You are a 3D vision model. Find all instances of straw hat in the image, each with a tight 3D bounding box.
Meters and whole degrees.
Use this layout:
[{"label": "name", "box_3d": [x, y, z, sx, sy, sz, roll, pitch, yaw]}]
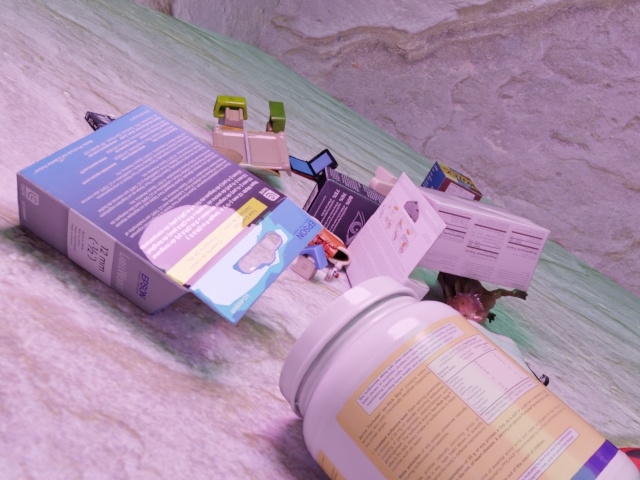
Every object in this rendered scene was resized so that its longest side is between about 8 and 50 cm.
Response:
[{"label": "straw hat", "box_3d": [-0.240, -0.155, 1.269, 0.145, 0.145, 0.061, 9, 71, -45]}]

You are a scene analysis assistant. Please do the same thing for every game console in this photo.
[{"label": "game console", "box_3d": [-0.029, -0.246, 1.760, 0.085, 0.124, 0.144, 50, 8, -32]}]

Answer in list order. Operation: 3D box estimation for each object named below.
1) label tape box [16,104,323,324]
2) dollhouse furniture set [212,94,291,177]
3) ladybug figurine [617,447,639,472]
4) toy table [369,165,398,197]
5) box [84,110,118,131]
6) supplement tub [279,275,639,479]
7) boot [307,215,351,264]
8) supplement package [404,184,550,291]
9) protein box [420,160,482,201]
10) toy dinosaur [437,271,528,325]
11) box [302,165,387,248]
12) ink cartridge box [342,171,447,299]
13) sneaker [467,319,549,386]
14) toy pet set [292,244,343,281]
[{"label": "label tape box", "box_3d": [-0.206, -0.026, 0.830, 0.348, 0.115, 0.249, 35, 44, 6]}, {"label": "dollhouse furniture set", "box_3d": [-0.192, -0.236, 1.537, 0.198, 0.151, 0.301, 2, 45, -13]}, {"label": "ladybug figurine", "box_3d": [0.480, 0.428, 0.729, 0.305, 0.161, 0.449, 24, 21, -16]}, {"label": "toy table", "box_3d": [0.199, -0.073, 1.547, 0.274, 0.160, 0.252, 2, 34, -51]}, {"label": "box", "box_3d": [-0.464, -0.253, 1.263, 0.083, 0.018, 0.067, 6, 31, -48]}, {"label": "supplement tub", "box_3d": [0.133, 0.219, 0.635, 0.331, 0.241, 0.241, 43, 24, 30]}, {"label": "boot", "box_3d": [0.000, 0.000, 1.208, 0.158, 0.059, 0.084, 29, 12, -29]}, {"label": "supplement package", "box_3d": [0.324, -0.011, 1.284, 0.262, 0.145, 0.204, 14, 14, -11]}, {"label": "protein box", "box_3d": [0.393, -0.121, 1.864, 0.136, 0.201, 0.199, 27, 20, -9]}, {"label": "toy dinosaur", "box_3d": [0.332, 0.115, 1.348, 0.201, 0.127, 0.295, 11, 21, -26]}, {"label": "box", "box_3d": [0.067, -0.050, 1.319, 0.207, 0.153, 0.108, 27, 20, -13]}, {"label": "ink cartridge box", "box_3d": [0.150, 0.019, 1.134, 0.060, 0.238, 0.275, 29, 19, -22]}, {"label": "sneaker", "box_3d": [0.314, 0.235, 1.064, 0.256, 0.094, 0.151, 15, 28, -32]}, {"label": "toy pet set", "box_3d": [-0.014, 0.026, 1.149, 0.122, 0.065, 0.114, 34, 20, 12]}]
